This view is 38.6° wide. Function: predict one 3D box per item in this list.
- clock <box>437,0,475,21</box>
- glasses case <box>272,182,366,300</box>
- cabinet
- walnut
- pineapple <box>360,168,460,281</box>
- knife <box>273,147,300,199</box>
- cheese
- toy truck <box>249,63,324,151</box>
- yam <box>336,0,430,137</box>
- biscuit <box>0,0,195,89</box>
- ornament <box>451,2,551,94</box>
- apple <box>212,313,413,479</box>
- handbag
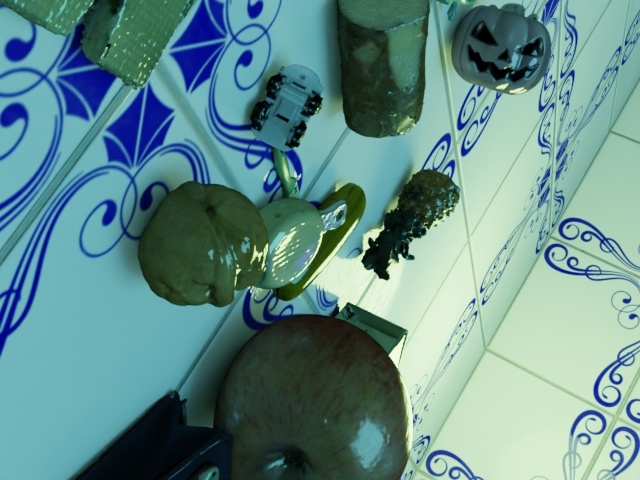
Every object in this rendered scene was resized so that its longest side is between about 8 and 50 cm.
[{"bbox_3d":[0.236,-0.452,1.475,0.159,0.066,0.211,-54,157,-20],"label":"clock"},{"bbox_3d":[0.000,0.000,1.463,0.234,0.064,0.079,-51,161,-29],"label":"glasses case"},{"bbox_3d":[0.057,0.256,1.760,0.145,0.150,0.206,-44,151,-48],"label":"cabinet"},{"bbox_3d":[-0.137,0.005,1.071,0.166,0.149,0.166,-23,158,-10],"label":"walnut"},{"bbox_3d":[0.165,-0.028,1.755,0.237,0.111,0.119,-52,126,-12],"label":"pineapple"},{"bbox_3d":[-0.046,-0.084,1.335,0.030,0.014,0.207,-54,158,-20],"label":"knife"},{"bbox_3d":[-0.032,-0.010,1.352,0.227,0.064,0.137,-27,139,-45],"label":"cheese"},{"bbox_3d":[-0.040,-0.172,1.179,0.111,0.076,0.077,-61,-178,3],"label":"toy truck"},{"bbox_3d":[0.087,-0.253,1.298,0.238,0.129,0.128,88,1,-51],"label":"yam"},{"bbox_3d":[-0.194,-0.233,0.793,0.147,0.046,0.250,-62,159,1],"label":"biscuit"},{"bbox_3d":[0.329,-0.352,1.652,0.177,0.177,0.178,-48,153,-33],"label":"ornament"},{"bbox_3d":[-0.019,0.289,1.417,0.269,0.344,0.345,-29,140,-52],"label":"apple"},{"bbox_3d":[-0.265,0.419,1.281,0.329,0.121,0.303,-39,148,-43],"label":"handbag"}]
